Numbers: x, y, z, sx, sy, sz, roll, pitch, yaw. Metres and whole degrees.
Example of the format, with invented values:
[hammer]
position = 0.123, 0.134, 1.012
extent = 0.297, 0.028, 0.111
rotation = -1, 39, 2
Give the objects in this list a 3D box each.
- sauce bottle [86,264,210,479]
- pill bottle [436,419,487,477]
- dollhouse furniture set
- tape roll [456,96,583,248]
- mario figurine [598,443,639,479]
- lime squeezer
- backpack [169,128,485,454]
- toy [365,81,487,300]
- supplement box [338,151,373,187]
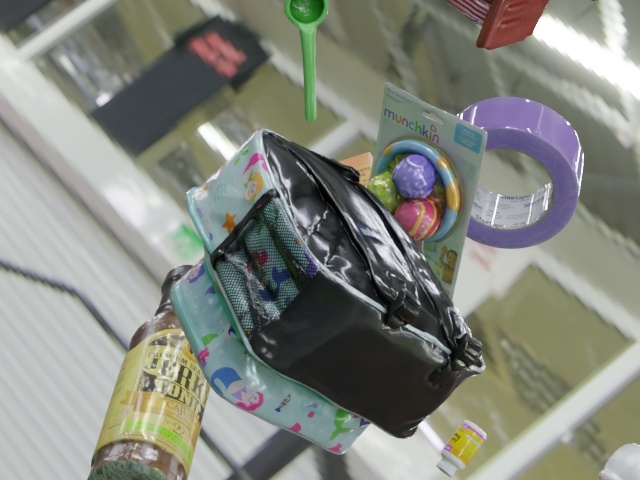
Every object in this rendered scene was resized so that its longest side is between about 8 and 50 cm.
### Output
[sauce bottle]
position = -0.182, 0.164, 1.862
extent = 0.344, 0.111, 0.111
rotation = -81, 150, -48
[pill bottle]
position = 0.210, 0.313, 2.416
extent = 0.043, 0.083, 0.043
rotation = 36, -11, 8
[dollhouse furniture set]
position = 0.257, -0.380, 2.020
extent = 0.201, 0.374, 0.152
rotation = 39, -53, 24
[tape roll]
position = 0.244, -0.087, 2.092
extent = 0.189, 0.189, 0.080
rotation = 58, 28, -27
[mario figurine]
position = 0.314, 0.340, 1.658
extent = 0.170, 0.198, 0.320
rotation = 35, 28, 16
[lime squeezer]
position = -0.033, -0.309, 2.004
extent = 0.110, 0.059, 0.310
rotation = -31, -115, 56
[backpack]
position = -0.007, 0.037, 1.335
extent = 0.225, 0.191, 0.253
rotation = 32, 25, -45
[toy]
position = 0.089, -0.030, 1.696
extent = 0.137, 0.056, 0.237
rotation = 30, -50, 31
[supplement box]
position = 0.072, -0.017, 2.279
extent = 0.080, 0.078, 0.233
rotation = 76, -5, -48
